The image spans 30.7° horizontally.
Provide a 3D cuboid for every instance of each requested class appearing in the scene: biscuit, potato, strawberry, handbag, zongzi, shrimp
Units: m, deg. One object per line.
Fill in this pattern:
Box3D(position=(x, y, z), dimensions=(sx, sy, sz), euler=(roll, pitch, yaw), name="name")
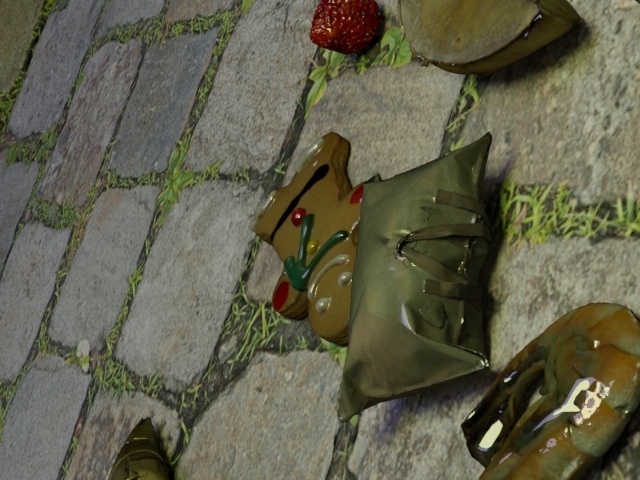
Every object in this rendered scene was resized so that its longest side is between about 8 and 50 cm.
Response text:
Box3D(position=(0.000, 0.000, 1.332), dimensions=(0.197, 0.049, 0.301), euler=(-54, 33, 24), name="biscuit")
Box3D(position=(0.164, -0.226, 1.180), dimensions=(0.138, 0.098, 0.243), euler=(-54, 38, 26), name="potato")
Box3D(position=(0.026, -0.265, 1.430), dimensions=(0.083, 0.083, 0.096), euler=(-33, 7, 43), name="strawberry")
Box3D(position=(0.095, 0.030, 1.101), dimensions=(0.182, 0.117, 0.270), euler=(-18, 53, 42), name="handbag")
Box3D(position=(-0.244, 0.325, 1.466), dimensions=(0.160, 0.078, 0.176), euler=(-61, 21, 9), name="zongzi")
Box3D(position=(0.167, 0.150, 0.953), dimensions=(0.254, 0.059, 0.145), euler=(-54, 30, 19), name="shrimp")

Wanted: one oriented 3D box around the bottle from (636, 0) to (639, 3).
Box3D(position=(0.341, -0.307, 0.942), dimensions=(0.260, 0.112, 0.112), euler=(-49, 34, 27), name="bottle")
